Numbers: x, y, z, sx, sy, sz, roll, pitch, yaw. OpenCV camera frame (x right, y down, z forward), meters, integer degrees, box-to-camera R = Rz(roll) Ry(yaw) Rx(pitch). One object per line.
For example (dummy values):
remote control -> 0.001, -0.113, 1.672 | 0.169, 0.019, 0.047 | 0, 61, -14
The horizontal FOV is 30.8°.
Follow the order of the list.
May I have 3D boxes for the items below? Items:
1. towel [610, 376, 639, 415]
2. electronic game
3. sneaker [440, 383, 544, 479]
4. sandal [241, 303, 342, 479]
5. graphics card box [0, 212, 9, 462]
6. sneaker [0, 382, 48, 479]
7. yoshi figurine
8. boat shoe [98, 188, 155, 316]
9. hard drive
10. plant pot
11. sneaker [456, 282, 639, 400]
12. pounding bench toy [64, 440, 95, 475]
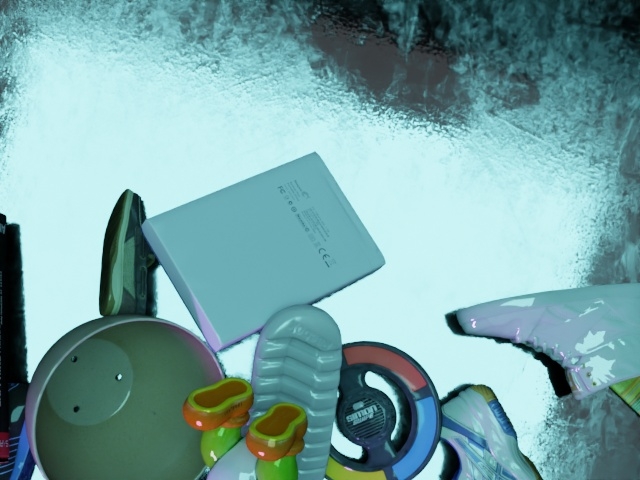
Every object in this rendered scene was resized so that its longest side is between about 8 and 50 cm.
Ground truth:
towel -> 0.481, 0.187, 1.823 | 0.237, 0.021, 0.102 | 43, 82, 1
electronic game -> 0.069, 0.265, 1.747 | 0.229, 0.048, 0.229 | 0, 89, 15
sneaker -> 0.268, 0.370, 1.760 | 0.131, 0.112, 0.296 | -30, 80, 5
sandal -> -0.063, 0.275, 1.712 | 0.169, 0.102, 0.416 | 14, 110, -18
graphics card box -> -0.575, 0.141, 1.686 | 0.232, 0.094, 0.371 | -5, 78, 9
sneaker -> -0.476, 0.325, 1.722 | 0.090, 0.081, 0.232 | 17, 80, 7
yoshi figurine -> -0.132, 0.384, 1.579 | 0.203, 0.203, 0.362 | 1, 118, -12
boat shoe -> -0.284, 0.024, 1.738 | 0.073, 0.080, 0.224 | 19, 48, -22
hard drive -> -0.078, 0.009, 1.710 | 0.318, 0.040, 0.210 | -25, 78, -35
plant pot -> -0.301, 0.227, 1.663 | 0.284, 0.191, 0.284 | -7, 104, -30
sneaker -> 0.359, 0.161, 1.763 | 0.292, 0.108, 0.169 | -6, 84, -1
pounding bench toy -> -0.374, 0.330, 1.720 | 0.065, 0.083, 0.052 | 36, 83, 0
